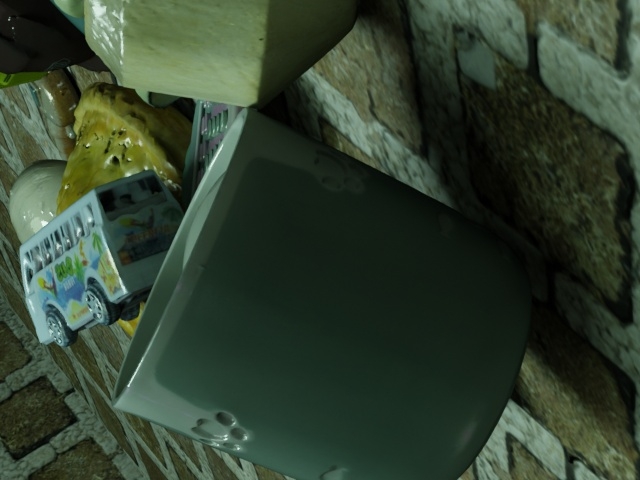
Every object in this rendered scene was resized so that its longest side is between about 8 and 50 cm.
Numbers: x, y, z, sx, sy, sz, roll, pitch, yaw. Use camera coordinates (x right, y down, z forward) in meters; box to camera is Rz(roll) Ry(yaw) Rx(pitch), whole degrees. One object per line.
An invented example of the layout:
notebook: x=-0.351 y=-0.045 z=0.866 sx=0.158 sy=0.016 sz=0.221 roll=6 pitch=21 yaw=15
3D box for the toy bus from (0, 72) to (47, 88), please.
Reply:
toy bus: x=-0.445 y=-0.266 z=2.013 sx=0.150 sy=0.262 sz=0.128 roll=48 pitch=123 yaw=12

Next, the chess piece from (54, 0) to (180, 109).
chess piece: x=-0.209 y=-0.255 z=1.540 sx=0.243 sy=0.133 sz=0.133 roll=41 pitch=158 yaw=12

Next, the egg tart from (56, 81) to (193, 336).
egg tart: x=-0.202 y=0.012 z=1.955 sx=0.443 sy=0.178 sz=0.443 roll=48 pitch=160 yaw=24

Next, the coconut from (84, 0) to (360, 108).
coconut: x=-0.078 y=-0.209 z=1.254 sx=0.202 sy=0.222 sz=0.202 roll=-172 pitch=90 yaw=-86

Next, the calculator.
calculator: x=-0.105 y=-0.088 z=1.616 sx=0.299 sy=0.041 sz=0.185 roll=150 pitch=125 yaw=-75

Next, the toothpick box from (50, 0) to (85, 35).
toothpick box: x=-0.246 y=-0.293 z=1.672 sx=0.184 sy=0.120 sz=0.120 roll=51 pitch=161 yaw=15

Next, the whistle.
whistle: x=-0.392 y=-0.194 z=2.322 sx=0.107 sy=0.057 sz=0.220 roll=48 pitch=161 yaw=27

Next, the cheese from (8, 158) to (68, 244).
cheese: x=-0.404 y=-0.038 z=2.452 sx=0.198 sy=0.154 sz=0.189 roll=61 pitch=157 yaw=-5

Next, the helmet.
helmet: x=-0.369 y=-0.302 z=1.835 sx=0.225 sy=0.177 sz=0.305 roll=-24 pitch=95 yaw=58

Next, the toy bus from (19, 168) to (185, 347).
toy bus: x=-0.242 y=0.027 z=1.716 sx=0.330 sy=0.109 sz=0.136 roll=-26 pitch=87 yaw=61

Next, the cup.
cup: x=0.001 y=0.066 z=1.307 sx=0.275 sy=0.259 sz=0.357 roll=25 pitch=178 yaw=-8
